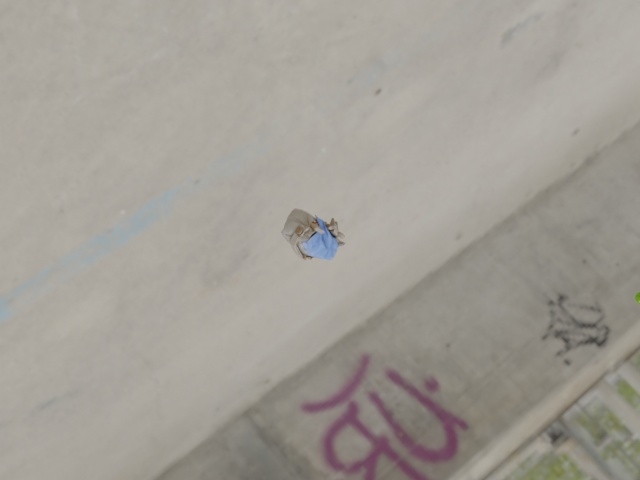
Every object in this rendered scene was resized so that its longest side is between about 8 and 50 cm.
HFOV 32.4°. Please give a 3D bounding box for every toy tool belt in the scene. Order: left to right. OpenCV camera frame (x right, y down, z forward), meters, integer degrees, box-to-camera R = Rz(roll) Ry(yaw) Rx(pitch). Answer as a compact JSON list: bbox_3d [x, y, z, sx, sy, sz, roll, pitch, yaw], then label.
[{"bbox_3d":[0.000,0.000,1.164,0.083,0.051,0.052,37,72,-50],"label":"toy tool belt"}]

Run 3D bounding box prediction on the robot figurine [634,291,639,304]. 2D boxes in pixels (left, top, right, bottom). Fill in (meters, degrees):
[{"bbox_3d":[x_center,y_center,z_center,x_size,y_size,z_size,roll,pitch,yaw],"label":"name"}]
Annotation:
[{"bbox_3d":[0.451,0.069,1.388,0.067,0.115,0.101,10,159,-37],"label":"robot figurine"}]
